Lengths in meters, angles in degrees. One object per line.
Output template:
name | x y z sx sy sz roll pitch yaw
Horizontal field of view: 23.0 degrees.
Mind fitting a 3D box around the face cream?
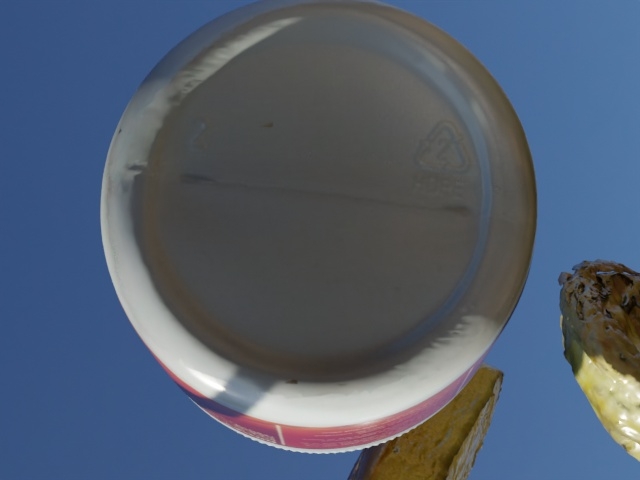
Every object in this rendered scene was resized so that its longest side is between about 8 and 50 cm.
face cream | 0.000 0.000 0.780 0.187 0.201 0.201 87 -175 -77

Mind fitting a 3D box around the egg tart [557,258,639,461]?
egg tart | 0.279 0.111 1.293 0.232 0.098 0.252 25 -155 -19

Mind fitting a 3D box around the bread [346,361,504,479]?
bread | 0.088 0.178 1.357 0.245 0.094 0.102 -53 -18 -53
